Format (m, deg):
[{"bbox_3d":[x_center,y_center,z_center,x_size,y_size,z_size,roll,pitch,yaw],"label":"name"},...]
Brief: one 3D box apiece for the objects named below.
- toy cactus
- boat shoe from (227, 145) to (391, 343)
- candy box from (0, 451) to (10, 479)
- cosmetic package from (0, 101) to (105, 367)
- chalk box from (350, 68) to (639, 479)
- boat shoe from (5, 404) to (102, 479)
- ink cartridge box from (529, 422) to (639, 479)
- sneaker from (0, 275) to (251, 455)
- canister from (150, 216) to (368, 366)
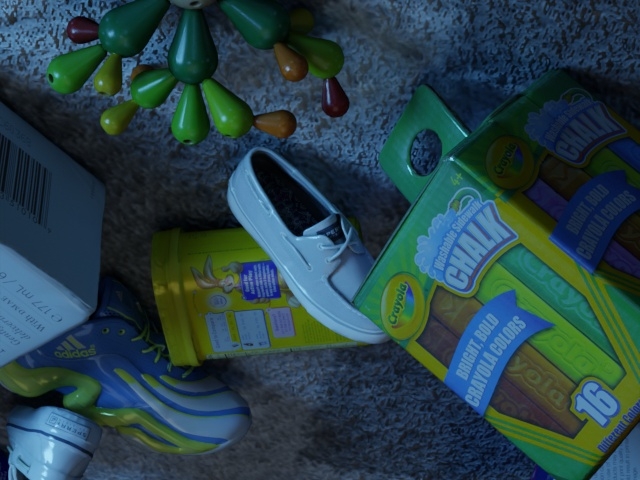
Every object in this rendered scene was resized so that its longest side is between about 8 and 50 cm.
[{"bbox_3d":[-0.088,-0.158,1.422,0.219,0.112,0.180,2,117,3],"label":"toy cactus"},{"bbox_3d":[0.000,0.000,1.528,0.066,0.184,0.063,-29,162,-26],"label":"boat shoe"},{"bbox_3d":[-0.446,0.329,1.788,0.317,0.268,0.122,-23,127,23],"label":"candy box"},{"bbox_3d":[-0.384,0.032,1.565,0.385,0.156,0.217,-31,129,27],"label":"cosmetic package"},{"bbox_3d":[0.158,0.006,1.466,0.289,0.179,0.180,39,133,11],"label":"chalk box"},{"bbox_3d":[-0.245,0.190,1.705,0.083,0.075,0.226,25,166,-5],"label":"boat shoe"},{"bbox_3d":[0.273,0.198,1.665,0.330,0.071,0.324,0,169,1],"label":"ink cartridge box"},{"bbox_3d":[-0.161,0.105,1.678,0.240,0.091,0.126,16,133,-13],"label":"sneaker"},{"bbox_3d":[-0.046,0.042,1.623,0.170,0.073,0.126,-5,133,5],"label":"canister"}]
